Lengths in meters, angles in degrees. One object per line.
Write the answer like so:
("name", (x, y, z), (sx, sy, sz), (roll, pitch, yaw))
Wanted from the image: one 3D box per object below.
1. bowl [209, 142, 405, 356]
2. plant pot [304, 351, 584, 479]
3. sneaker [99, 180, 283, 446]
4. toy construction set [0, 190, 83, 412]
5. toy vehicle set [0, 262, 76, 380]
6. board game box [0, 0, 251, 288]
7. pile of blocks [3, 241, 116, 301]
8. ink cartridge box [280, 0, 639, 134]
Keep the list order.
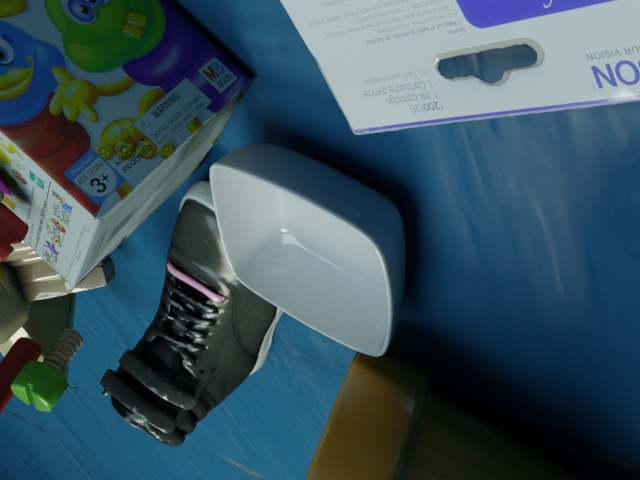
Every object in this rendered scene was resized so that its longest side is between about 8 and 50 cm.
("bowl", (0.000, 0.000, 0.602), (0.142, 0.053, 0.142), (28, 149, 24))
("plant pot", (0.084, 0.205, 0.655), (0.188, 0.205, 0.205), (19, 147, 8))
("sneaker", (-0.111, 0.081, 0.749), (0.104, 0.147, 0.295), (35, 149, 15))
("toy construction set", (-0.312, 0.076, 0.567), (0.257, 0.237, 0.309), (5, 141, 30))
("toy vehicle set", (-0.314, 0.013, 0.901), (0.035, 0.166, 0.267), (-13, 133, 3))
("board game box", (-0.205, -0.127, 0.583), (0.275, 0.142, 0.144), (43, 152, -3))
("pile of blocks", (-0.257, -0.059, 0.793), (0.113, 0.149, 0.362), (-11, 157, 2))
("ink cartridge box", (0.043, -0.144, 0.361), (0.206, 0.045, 0.208), (2, 131, 49))
